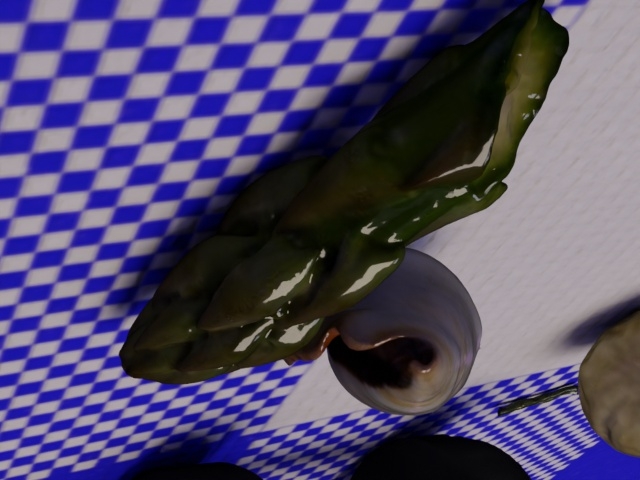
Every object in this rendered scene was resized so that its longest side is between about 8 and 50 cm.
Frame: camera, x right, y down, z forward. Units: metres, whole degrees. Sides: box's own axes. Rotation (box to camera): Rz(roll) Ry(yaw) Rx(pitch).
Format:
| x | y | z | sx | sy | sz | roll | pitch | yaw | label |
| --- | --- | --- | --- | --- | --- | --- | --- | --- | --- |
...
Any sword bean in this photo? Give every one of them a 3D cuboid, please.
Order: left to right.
| x | y | z | sx | sy | sz | roll | pitch | yaw | label |
| --- | --- | --- | --- | --- | --- | --- | --- | --- | --- |
| 0.187 | 0.138 | 1.066 | 0.083 | 0.012 | 0.012 | -13 | 154 | -21 | sword bean |

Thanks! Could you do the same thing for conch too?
| x | y | z | sx | sy | sz | roll | pitch | yaw | label |
| --- | --- | --- | --- | --- | --- | --- | --- | --- | --- |
| 0.032 | 0.059 | 0.649 | 0.094 | 0.104 | 0.176 | -49 | -178 | 17 | conch |

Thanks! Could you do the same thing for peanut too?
| x | y | z | sx | sy | sz | roll | pitch | yaw | label |
| --- | --- | --- | --- | --- | --- | --- | --- | --- | --- |
| 0.318 | 0.095 | 0.970 | 0.256 | 0.123 | 0.123 | -11 | 153 | -28 | peanut |

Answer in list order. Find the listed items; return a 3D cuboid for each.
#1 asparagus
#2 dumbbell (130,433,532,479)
| x | y | z | sx | sy | sz | roll | pitch | yaw | label |
| --- | --- | --- | --- | --- | --- | --- | --- | --- | --- |
| 0.000 | 0.000 | 0.562 | 0.287 | 0.080 | 0.080 | -33 | 153 | 30 | asparagus |
| 0.008 | 0.259 | 0.931 | 0.322 | 0.204 | 0.204 | 1 | 146 | -40 | dumbbell |
